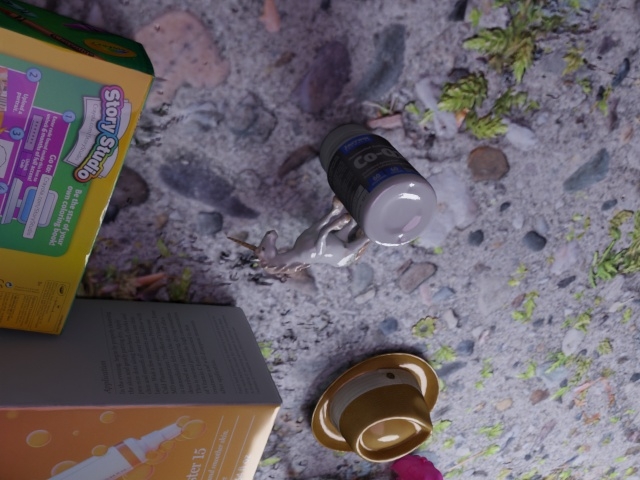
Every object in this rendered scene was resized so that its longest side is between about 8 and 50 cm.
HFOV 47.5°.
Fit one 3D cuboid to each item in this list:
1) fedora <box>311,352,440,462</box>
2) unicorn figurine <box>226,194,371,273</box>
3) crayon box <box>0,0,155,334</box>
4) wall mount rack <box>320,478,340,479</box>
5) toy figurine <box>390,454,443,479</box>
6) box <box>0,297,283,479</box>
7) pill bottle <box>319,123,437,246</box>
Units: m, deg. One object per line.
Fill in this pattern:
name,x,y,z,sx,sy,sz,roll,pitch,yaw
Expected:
fedora,0.087,0.241,0.981,0.195,0.079,0.194,-12,126,-17
unicorn figurine,0.000,0.000,0.792,0.162,0.060,0.111,20,121,-38
crayon box,-0.270,-0.057,0.625,0.166,0.081,0.278,13,115,-30
wall mount rack,-0.101,0.415,0.983,0.350,0.130,0.304,-17,127,-13
toy figurine,0.121,0.397,1.077,0.130,0.159,0.173,27,153,1
box,-0.247,0.191,0.745,0.346,0.168,0.214,6,119,-26
pill bottle,0.052,-0.060,0.728,0.078,0.137,0.078,-12,126,-17
